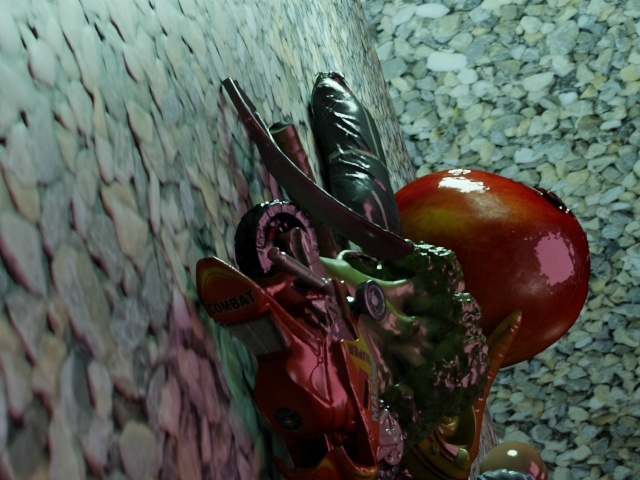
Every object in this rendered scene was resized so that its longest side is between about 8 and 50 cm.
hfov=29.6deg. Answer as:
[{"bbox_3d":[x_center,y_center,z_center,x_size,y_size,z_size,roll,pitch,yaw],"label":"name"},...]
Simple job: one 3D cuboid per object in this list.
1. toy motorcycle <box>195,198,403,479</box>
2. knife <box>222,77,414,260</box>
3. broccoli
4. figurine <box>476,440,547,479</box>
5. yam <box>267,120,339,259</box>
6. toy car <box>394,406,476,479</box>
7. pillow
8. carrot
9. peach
[{"bbox_3d":[-0.005,0.111,1.066,0.171,0.089,0.298,-45,116,-47],"label":"toy motorcycle"},{"bbox_3d":[-0.007,-0.062,1.331,0.278,0.053,0.123,45,3,22],"label":"knife"},{"bbox_3d":[0.049,0.127,1.367,0.302,0.186,0.254,-3,76,-36],"label":"broccoli"},{"bbox_3d":[0.345,0.518,2.129,0.277,0.248,0.388,52,3,10],"label":"figurine"},{"bbox_3d":[0.000,0.000,1.538,0.045,0.045,0.327,-47,126,-44],"label":"yam"},{"bbox_3d":[0.133,0.241,1.595,0.248,0.142,0.200,56,21,-56],"label":"toy car"},{"bbox_3d":[0.053,-0.121,1.902,0.161,0.092,0.335,54,20,-53],"label":"pillow"},{"bbox_3d":[0.236,0.226,1.836,0.062,0.066,0.271,10,96,-64],"label":"carrot"},{"bbox_3d":[0.257,0.043,2.002,0.370,0.370,0.370,-16,90,-81],"label":"peach"}]
